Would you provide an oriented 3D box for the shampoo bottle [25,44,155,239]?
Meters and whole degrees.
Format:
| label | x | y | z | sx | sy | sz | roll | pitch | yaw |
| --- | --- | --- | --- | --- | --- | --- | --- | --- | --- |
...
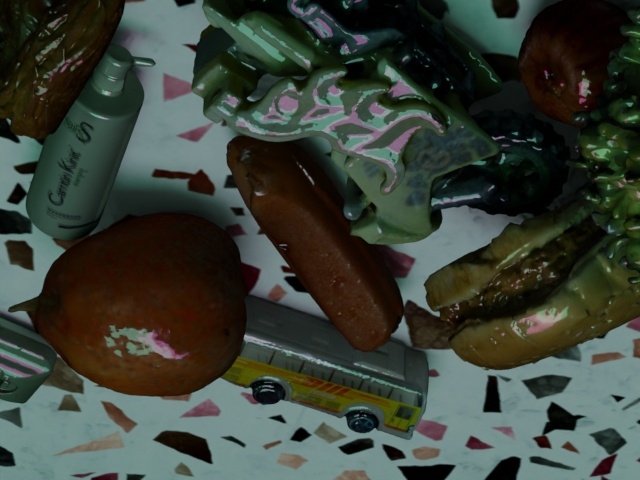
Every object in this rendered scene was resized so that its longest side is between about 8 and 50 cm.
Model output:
| label | x | y | z | sx | sy | sz | roll | pitch | yaw |
| --- | --- | --- | --- | --- | --- | --- | --- | --- | --- |
| shampoo bottle | -0.242 | -0.109 | 1.899 | 0.085 | 0.085 | 0.262 | 17 | 139 | -10 |

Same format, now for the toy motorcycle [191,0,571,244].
| label | x | y | z | sx | sy | sz | roll | pitch | yaw |
| --- | --- | --- | --- | --- | --- | --- | --- | --- | --- |
| toy motorcycle | 0.047 | -0.136 | 1.761 | 0.237 | 0.169 | 0.410 | -31 | 122 | 30 |

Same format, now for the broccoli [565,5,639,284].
| label | x | y | z | sx | sy | sz | roll | pitch | yaw |
| --- | --- | --- | --- | --- | --- | --- | --- | --- | --- |
| broccoli | 0.370 | -0.118 | 1.617 | 0.324 | 0.334 | 0.272 | 54 | 161 | -10 |

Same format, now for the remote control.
| label | x | y | z | sx | sy | sz | roll | pitch | yaw |
| --- | --- | --- | --- | --- | --- | --- | --- | --- | --- |
| remote control | -0.492 | 0.110 | 2.222 | 0.335 | 0.065 | 0.128 | 25 | 141 | -18 |

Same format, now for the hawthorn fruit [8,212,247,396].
| label | x | y | z | sx | sy | sz | roll | pitch | yaw |
| --- | --- | --- | --- | --- | --- | --- | --- | --- | --- |
| hawthorn fruit | -0.212 | 0.075 | 2.010 | 0.262 | 0.210 | 0.210 | -4 | 141 | -9 |

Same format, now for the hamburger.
| label | x | y | z | sx | sy | sz | roll | pitch | yaw |
| --- | --- | --- | --- | --- | --- | --- | --- | --- | --- |
| hamburger | 0.256 | 0.032 | 1.841 | 0.144 | 0.283 | 0.259 | 60 | 155 | 4 |

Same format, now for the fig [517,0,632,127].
| label | x | y | z | sx | sy | sz | roll | pitch | yaw |
| --- | --- | --- | --- | --- | --- | --- | --- | --- | --- |
| fig | 0.259 | -0.177 | 1.713 | 0.150 | 0.128 | 0.128 | -37 | 128 | 6 |

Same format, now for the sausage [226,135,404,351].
| label | x | y | z | sx | sy | sz | roll | pitch | yaw |
| --- | --- | --- | --- | --- | --- | --- | --- | --- | --- |
| sausage | 0.000 | 0.000 | 1.981 | 0.102 | 0.102 | 0.330 | -13 | 136 | 24 |

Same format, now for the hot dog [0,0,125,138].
| label | x | y | z | sx | sy | sz | roll | pitch | yaw |
| --- | --- | --- | --- | --- | --- | --- | --- | --- | --- |
| hot dog | -0.265 | -0.196 | 1.757 | 0.099 | 0.160 | 0.227 | 4 | 141 | -36 |

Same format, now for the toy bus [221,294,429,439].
| label | x | y | z | sx | sy | sz | roll | pitch | yaw |
| --- | --- | --- | --- | --- | --- | --- | --- | --- | --- |
| toy bus | 0.003 | 0.150 | 2.170 | 0.268 | 0.092 | 0.106 | 19 | 130 | -12 |
